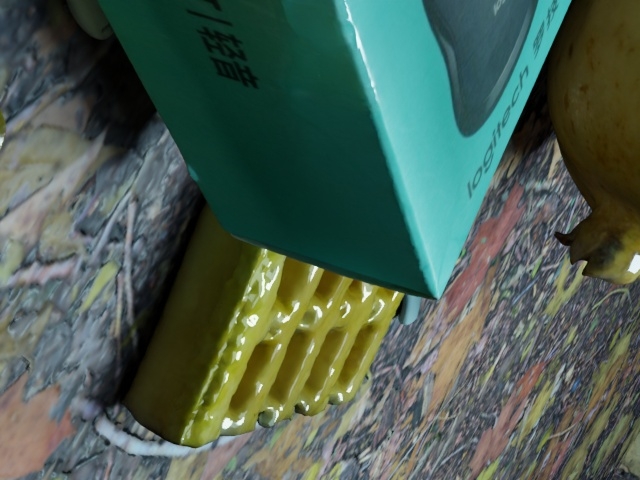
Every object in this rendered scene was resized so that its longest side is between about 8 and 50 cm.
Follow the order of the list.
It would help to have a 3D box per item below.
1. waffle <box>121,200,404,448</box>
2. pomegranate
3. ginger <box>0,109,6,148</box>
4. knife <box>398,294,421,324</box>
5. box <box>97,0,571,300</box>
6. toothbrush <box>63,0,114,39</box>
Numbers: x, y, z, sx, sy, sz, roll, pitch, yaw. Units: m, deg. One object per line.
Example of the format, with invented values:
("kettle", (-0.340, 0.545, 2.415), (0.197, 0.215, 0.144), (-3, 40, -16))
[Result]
("waffle", (0.000, 0.000, 0.917), (0.221, 0.055, 0.248), (-66, 159, 10))
("pomegranate", (0.312, -0.091, 1.204), (0.342, 0.342, 0.342), (-50, 157, -30))
("ginger", (-0.138, -0.103, 0.429), (0.118, 0.065, 0.299), (-37, 150, -23))
("knife", (0.065, -0.002, 1.132), (0.028, 0.015, 0.210), (-45, 154, -26))
("box", (0.015, -0.133, 0.631), (0.311, 0.118, 0.205), (67, 43, -61))
("toothbrush", (-0.105, -0.137, 0.530), (0.022, 0.026, 0.263), (-56, 162, -15))
